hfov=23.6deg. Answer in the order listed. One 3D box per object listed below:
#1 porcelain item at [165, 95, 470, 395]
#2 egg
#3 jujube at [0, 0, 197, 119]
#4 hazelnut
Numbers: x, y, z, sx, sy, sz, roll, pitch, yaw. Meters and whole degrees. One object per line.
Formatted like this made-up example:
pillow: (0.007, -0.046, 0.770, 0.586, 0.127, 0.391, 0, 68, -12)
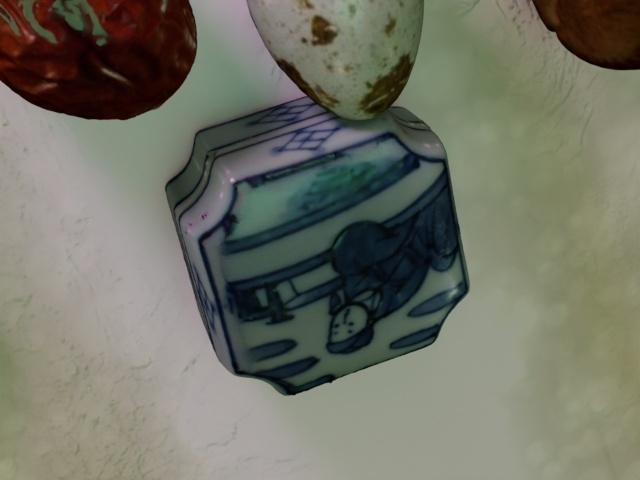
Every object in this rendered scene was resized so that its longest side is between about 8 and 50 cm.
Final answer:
porcelain item: (0.000, 0.000, 1.585, 0.281, 0.157, 0.286, -17, 120, -10)
egg: (0.018, -0.226, 1.457, 0.169, 0.169, 0.231, -21, 105, -10)
jujube: (-0.237, -0.223, 1.355, 0.197, 0.197, 0.290, -47, 123, 7)
hazelnut: (0.320, -0.287, 1.527, 0.218, 0.218, 0.234, -23, 122, -8)
